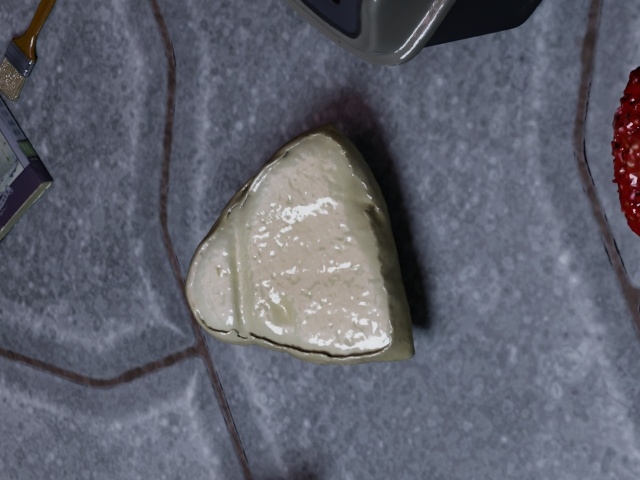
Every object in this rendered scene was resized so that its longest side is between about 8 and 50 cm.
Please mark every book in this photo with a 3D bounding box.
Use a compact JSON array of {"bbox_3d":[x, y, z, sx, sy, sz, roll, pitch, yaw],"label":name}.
[{"bbox_3d":[-0.413,-0.111,1.855,0.157,0.026,0.231,-44,72,34],"label":"book"}]

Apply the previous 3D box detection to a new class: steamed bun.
[{"bbox_3d":[-0.023,0.017,1.539,0.212,0.110,0.231,-13,88,20],"label":"steamed bun"}]

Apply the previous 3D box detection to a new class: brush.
[{"bbox_3d":[-0.318,-0.229,1.771,0.043,0.014,0.170,46,120,23],"label":"brush"}]

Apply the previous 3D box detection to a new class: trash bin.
[{"bbox_3d":[0.070,-0.259,1.305,0.209,0.290,0.182,42,120,22],"label":"trash bin"}]

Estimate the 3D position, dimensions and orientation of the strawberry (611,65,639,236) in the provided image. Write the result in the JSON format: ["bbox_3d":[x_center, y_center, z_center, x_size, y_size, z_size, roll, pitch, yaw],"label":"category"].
[{"bbox_3d":[0.304,-0.062,1.249,0.201,0.186,0.184,128,148,-47],"label":"strawberry"}]
